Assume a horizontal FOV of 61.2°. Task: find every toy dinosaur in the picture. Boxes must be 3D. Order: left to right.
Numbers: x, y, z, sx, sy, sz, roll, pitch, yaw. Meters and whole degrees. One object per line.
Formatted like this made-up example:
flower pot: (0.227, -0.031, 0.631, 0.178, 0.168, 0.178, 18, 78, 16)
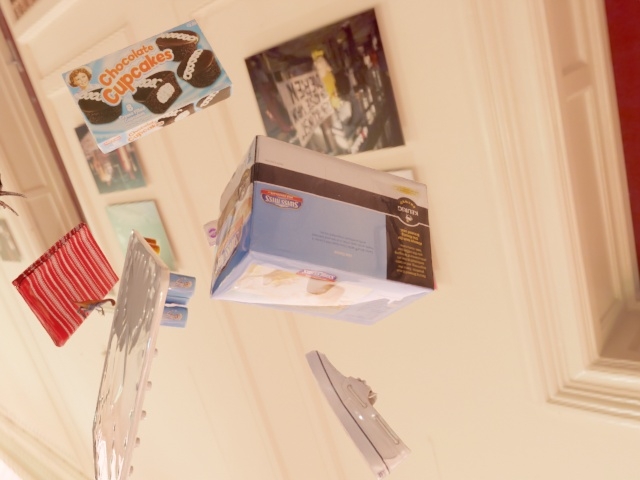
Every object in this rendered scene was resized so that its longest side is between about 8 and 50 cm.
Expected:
toy dinosaur: (-0.531, 0.153, 1.285, 0.047, 0.090, 0.082, 12, -139, 38)

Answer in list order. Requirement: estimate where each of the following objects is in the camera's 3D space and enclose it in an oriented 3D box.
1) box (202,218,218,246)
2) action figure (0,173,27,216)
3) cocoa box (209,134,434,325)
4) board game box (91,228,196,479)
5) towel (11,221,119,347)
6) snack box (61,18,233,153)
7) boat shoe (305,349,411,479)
box: (-0.153, -0.059, 1.464, 0.324, 0.063, 0.067, -15, -170, 8)
action figure: (-0.692, -0.078, 0.969, 0.276, 0.141, 0.164, -6, -124, 3)
cocoa box: (0.000, 0.000, 0.997, 0.347, 0.227, 0.231, 13, 151, -22)
board game box: (-0.292, 0.199, 0.850, 0.050, 0.389, 0.390, 11, -176, -26)
towel: (-0.607, 0.101, 1.323, 0.031, 0.198, 0.275, -9, -151, 19)
snack box: (-0.381, -0.348, 1.212, 0.322, 0.187, 0.060, -28, 171, -12)
boat shoe: (0.063, 0.292, 0.966, 0.084, 0.095, 0.258, -31, -121, -10)
